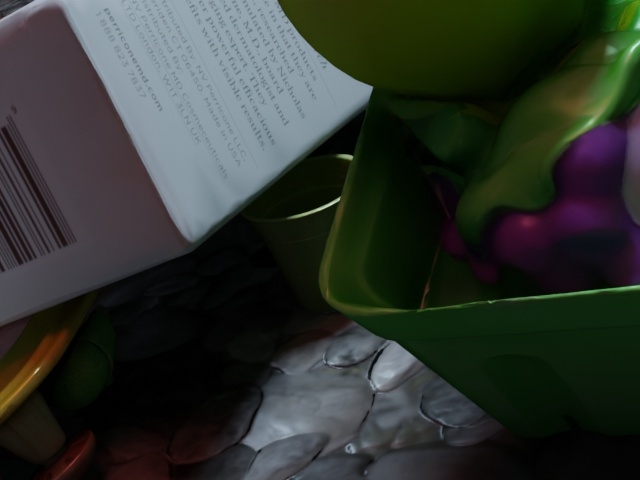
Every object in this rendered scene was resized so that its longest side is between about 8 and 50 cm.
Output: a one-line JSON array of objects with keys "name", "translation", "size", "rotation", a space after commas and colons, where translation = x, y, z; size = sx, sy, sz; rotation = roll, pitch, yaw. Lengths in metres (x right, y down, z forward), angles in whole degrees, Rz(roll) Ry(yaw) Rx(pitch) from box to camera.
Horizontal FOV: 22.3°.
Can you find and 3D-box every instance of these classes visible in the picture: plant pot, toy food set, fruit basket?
[{"name": "plant pot", "translation": [0.000, 0.000, 1.015], "size": [0.083, 0.079, 0.083], "rotation": [-16, 25, 8]}, {"name": "toy food set", "translation": [-0.171, 0.108, 0.949], "size": [0.128, 0.071, 0.218], "rotation": [-35, 16, 26]}, {"name": "fruit basket", "translation": [0.120, -0.125, 0.779], "size": [0.283, 0.392, 0.392], "rotation": [-5, 29, 26]}]

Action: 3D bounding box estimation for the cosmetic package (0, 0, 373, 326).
[{"name": "cosmetic package", "translation": [-0.100, -0.112, 1.084], "size": [0.230, 0.161, 0.453], "rotation": [-21, 12, 30]}]
